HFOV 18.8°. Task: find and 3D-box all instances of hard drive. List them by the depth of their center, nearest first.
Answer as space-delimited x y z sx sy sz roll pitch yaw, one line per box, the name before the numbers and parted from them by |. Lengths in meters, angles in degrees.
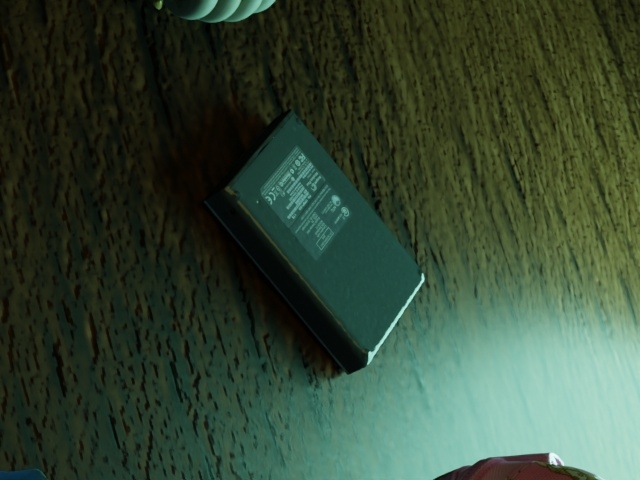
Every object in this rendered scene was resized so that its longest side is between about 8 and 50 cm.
hard drive | 0.000 0.000 1.135 0.135 0.022 0.094 51 42 -12

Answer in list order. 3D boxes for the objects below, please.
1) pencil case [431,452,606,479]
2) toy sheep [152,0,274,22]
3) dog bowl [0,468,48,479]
pencil case | 0.040 0.260 0.934 0.160 0.167 0.386 31 39 14
toy sheep | -0.056 -0.171 1.126 0.132 0.091 0.091 -21 84 -31
dog bowl | -0.220 0.096 0.818 0.166 0.074 0.297 -33 93 -49
